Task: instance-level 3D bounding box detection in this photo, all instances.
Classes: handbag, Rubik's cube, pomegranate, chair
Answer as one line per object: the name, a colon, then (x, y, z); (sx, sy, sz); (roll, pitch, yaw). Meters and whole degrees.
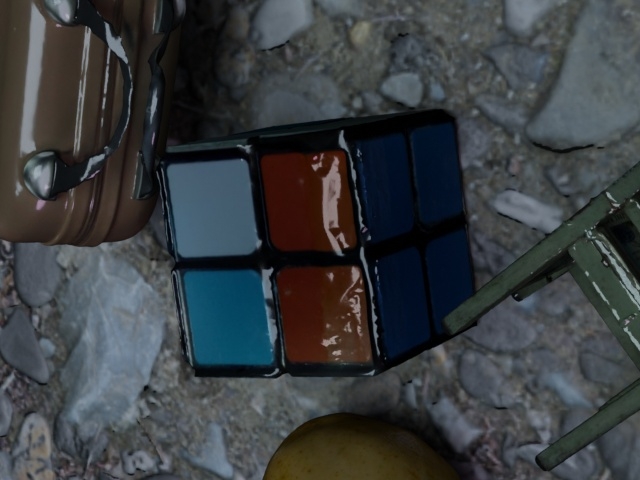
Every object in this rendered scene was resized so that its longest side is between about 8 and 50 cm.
handbag: (-0.199, -0.137, 1.155); (0.283, 0.149, 0.302); (31, 115, 51)
Rubik's cube: (0.000, 0.000, 1.106); (0.180, 0.167, 0.183); (-6, 95, 32)
pomegranate: (0.039, 0.233, 1.131); (0.196, 0.196, 0.196); (6, 102, 29)
chair: (0.235, 0.023, 0.987); (0.270, 0.147, 0.136); (-43, 76, 31)
